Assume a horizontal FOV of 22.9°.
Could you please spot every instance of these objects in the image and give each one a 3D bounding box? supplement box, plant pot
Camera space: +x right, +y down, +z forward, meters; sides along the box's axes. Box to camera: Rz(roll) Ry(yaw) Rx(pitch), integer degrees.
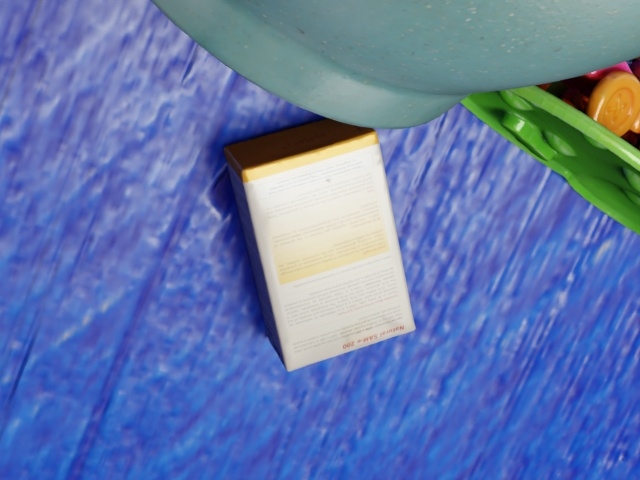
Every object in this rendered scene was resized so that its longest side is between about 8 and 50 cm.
[{"bbox_3d":[0.000,0.000,0.691,0.062,0.036,0.098,-17,114,-12],"label":"supplement box"},{"bbox_3d":[0.036,-0.162,0.527,0.293,0.293,0.196,25,127,-25],"label":"plant pot"}]

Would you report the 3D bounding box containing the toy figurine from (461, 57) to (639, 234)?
[{"bbox_3d":[0.156,-0.094,0.676,0.159,0.130,0.173,-57,138,-2],"label":"toy figurine"}]
